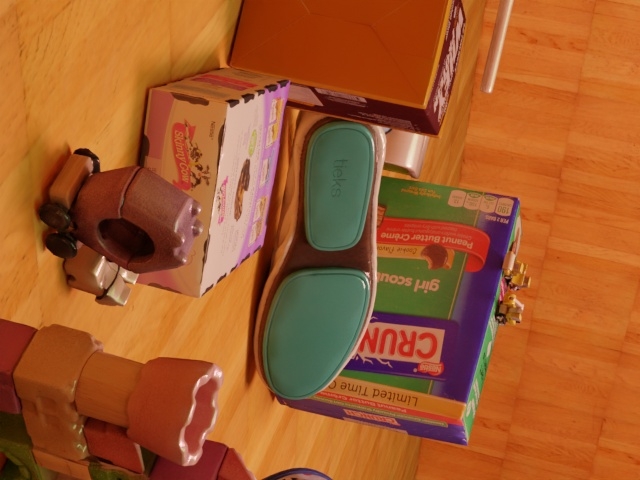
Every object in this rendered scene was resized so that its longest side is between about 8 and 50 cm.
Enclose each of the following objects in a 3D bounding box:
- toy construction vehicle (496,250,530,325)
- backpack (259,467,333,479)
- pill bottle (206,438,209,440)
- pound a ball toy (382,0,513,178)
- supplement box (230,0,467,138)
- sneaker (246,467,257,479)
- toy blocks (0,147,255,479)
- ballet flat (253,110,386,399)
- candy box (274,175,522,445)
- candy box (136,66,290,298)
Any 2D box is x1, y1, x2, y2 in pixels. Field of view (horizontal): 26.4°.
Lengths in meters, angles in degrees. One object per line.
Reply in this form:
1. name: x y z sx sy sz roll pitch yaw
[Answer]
1. toy construction vehicle: 0.251 0.063 1.739 0.098 0.035 0.086 64 39 -61
2. backpack: -0.021 0.393 1.562 0.276 0.213 0.263 -41 125 -16
3. pill bottle: -0.134 0.216 1.261 0.067 0.067 0.120 67 23 -72
4. pound a ball toy: 0.139 -0.245 1.771 0.136 0.208 0.319 35 69 -78
5. supplement box: 0.035 -0.195 1.349 0.194 0.191 0.129 29 74 -80
6. sneaker: -0.120 0.275 1.369 0.240 0.091 0.126 -59 158 -56
7. toy blocks: -0.093 0.156 0.925 0.289 0.260 0.309 89 18 -50
8. ballet flat: 0.000 0.000 1.594 0.139 0.139 0.400 -60 162 -57
9. candy box: 0.101 0.083 1.791 0.122 0.268 0.317 64 40 -62
10. candy box: -0.094 -0.056 1.175 0.196 0.070 0.165 -42 143 -72
